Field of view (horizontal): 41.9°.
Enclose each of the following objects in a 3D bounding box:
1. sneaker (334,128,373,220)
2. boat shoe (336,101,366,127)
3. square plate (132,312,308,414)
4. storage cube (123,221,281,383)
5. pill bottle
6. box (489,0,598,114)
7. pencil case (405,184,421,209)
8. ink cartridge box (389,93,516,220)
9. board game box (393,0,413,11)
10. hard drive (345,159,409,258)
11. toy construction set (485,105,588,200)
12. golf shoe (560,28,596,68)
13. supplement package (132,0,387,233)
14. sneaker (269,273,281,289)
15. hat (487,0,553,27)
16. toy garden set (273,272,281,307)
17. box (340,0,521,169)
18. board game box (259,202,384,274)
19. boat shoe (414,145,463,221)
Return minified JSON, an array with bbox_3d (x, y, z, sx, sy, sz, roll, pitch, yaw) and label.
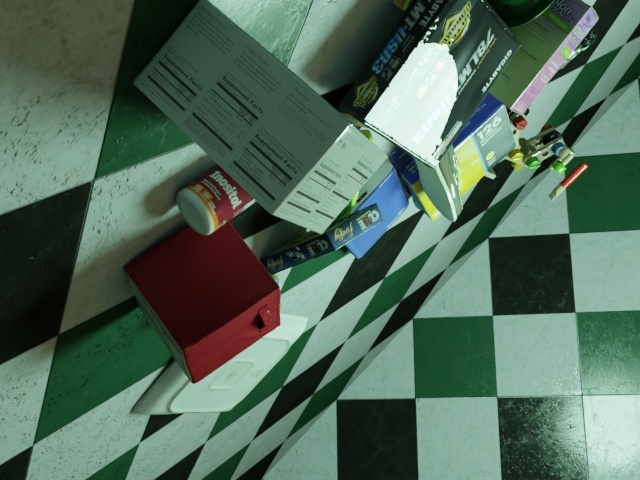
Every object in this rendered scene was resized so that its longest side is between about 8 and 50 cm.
[{"bbox_3d":[0.022,-0.133,1.674,0.123,0.109,0.295,-4,155,-15],"label":"sneaker"},{"bbox_3d":[0.134,-0.269,1.623,0.285,0.103,0.092,-10,116,-43],"label":"boat shoe"},{"bbox_3d":[-0.216,0.297,1.964,0.347,0.049,0.344,-48,150,15],"label":"square plate"},{"bbox_3d":[-0.200,0.098,1.448,0.193,0.215,0.184,-34,160,-18],"label":"storage cube"},{"bbox_3d":[-0.152,-0.082,1.363,0.152,0.086,0.086,-38,161,-28],"label":"pill bottle"},{"bbox_3d":[0.391,-0.418,1.687,0.243,0.213,0.117,-54,161,18],"label":"box"},{"bbox_3d":[0.274,-0.131,2.283,0.151,0.070,0.065,45,53,-70],"label":"pencil case"},{"bbox_3d":[0.342,-0.222,2.088,0.303,0.072,0.307,-41,152,2],"label":"ink cartridge box"},{"bbox_3d":[0.235,-0.490,1.465,0.259,0.039,0.124,-30,156,-39],"label":"board game box"},{"bbox_3d":[0.127,-0.070,2.114,0.210,0.040,0.319,-47,162,-1],"label":"hard drive"},{"bbox_3d":[0.579,-0.237,2.420,0.237,0.309,0.257,-49,155,23],"label":"toy construction set"},{"bbox_3d":[0.698,-0.545,2.385,0.198,0.077,0.094,-34,170,-17],"label":"golf shoe"},{"bbox_3d":[-0.071,-0.156,1.097,0.145,0.262,0.204,-48,163,7],"label":"supplement package"},{"bbox_3d":[-0.170,0.104,1.703,0.258,0.094,0.091,-28,115,-52],"label":"sneaker"},{"bbox_3d":[0.336,-0.510,1.519,0.208,0.173,0.183,-39,148,26],"label":"hat"},{"bbox_3d":[-0.164,0.182,1.967,0.204,0.049,0.244,-41,162,-19],"label":"toy garden set"},{"bbox_3d":[0.209,-0.300,1.510,0.295,0.073,0.293,-54,146,9],"label":"box"},{"bbox_3d":[0.000,0.000,1.781,0.165,0.042,0.243,-31,-174,-40],"label":"board game box"},{"bbox_3d":[0.281,-0.174,1.960,0.091,0.109,0.305,-40,128,-14],"label":"boat shoe"}]
